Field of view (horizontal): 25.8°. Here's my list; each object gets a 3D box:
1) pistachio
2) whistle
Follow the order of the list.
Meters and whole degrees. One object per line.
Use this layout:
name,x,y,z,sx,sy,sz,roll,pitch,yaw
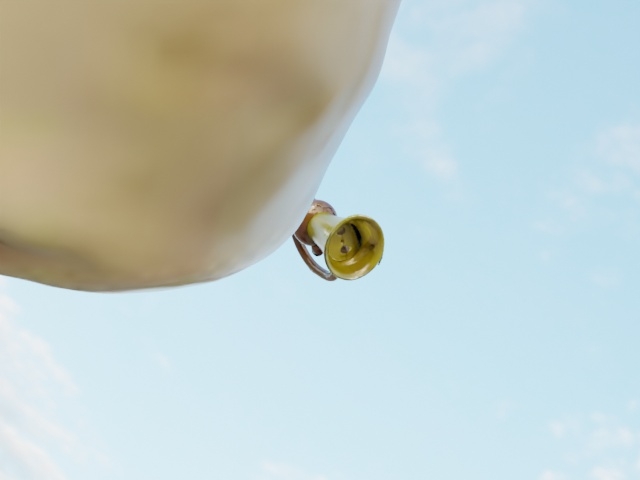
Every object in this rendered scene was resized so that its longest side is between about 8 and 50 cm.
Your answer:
pistachio,-0.107,-0.121,0.371,0.309,0.230,0.230,46,-30,-11
whistle,0.005,-0.003,0.969,0.057,0.046,0.109,44,-7,-28
